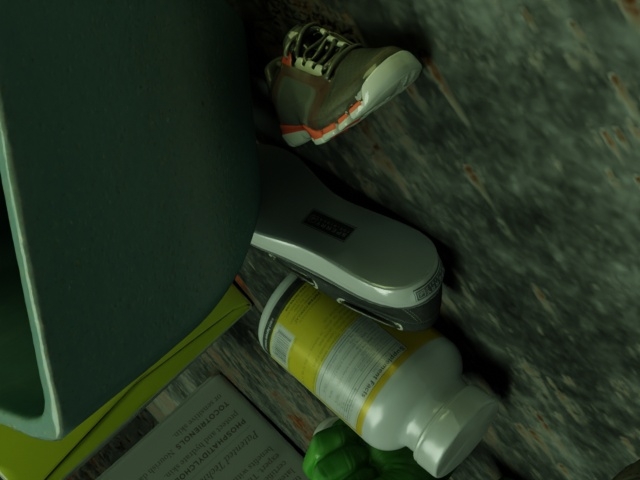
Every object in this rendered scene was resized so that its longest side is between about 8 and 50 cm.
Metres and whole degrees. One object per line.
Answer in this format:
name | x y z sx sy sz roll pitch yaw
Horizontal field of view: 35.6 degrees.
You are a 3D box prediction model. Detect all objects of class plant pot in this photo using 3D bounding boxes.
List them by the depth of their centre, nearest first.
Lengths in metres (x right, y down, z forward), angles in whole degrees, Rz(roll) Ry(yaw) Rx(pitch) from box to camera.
plant pot | -0.172 -0.061 0.643 0.247 0.252 0.247 9 114 35

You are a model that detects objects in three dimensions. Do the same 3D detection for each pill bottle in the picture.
pill bottle | 0.046 0.098 0.787 0.184 0.103 0.103 38 159 26

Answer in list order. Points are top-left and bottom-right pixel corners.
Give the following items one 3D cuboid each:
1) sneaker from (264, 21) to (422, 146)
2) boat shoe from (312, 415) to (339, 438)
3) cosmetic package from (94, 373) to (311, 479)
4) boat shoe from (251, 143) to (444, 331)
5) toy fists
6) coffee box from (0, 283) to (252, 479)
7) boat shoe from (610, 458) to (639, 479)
sneaker | 0.000 -0.096 0.582 0.064 0.061 0.158 59 159 -10
boat shoe | 0.066 0.304 1.155 0.258 0.095 0.084 55 156 -15
cosmetic package | -0.139 0.504 1.631 0.394 0.327 0.329 41 160 21
boat shoe | 0.000 0.000 0.749 0.229 0.080 0.076 26 150 32
toy fists | 0.100 0.248 0.899 0.279 0.142 0.096 34 156 35
coffee box | -0.341 0.093 1.252 0.337 0.338 0.334 48 161 0
boat shoe | 0.290 0.248 0.542 0.335 0.095 0.112 41 -161 17
